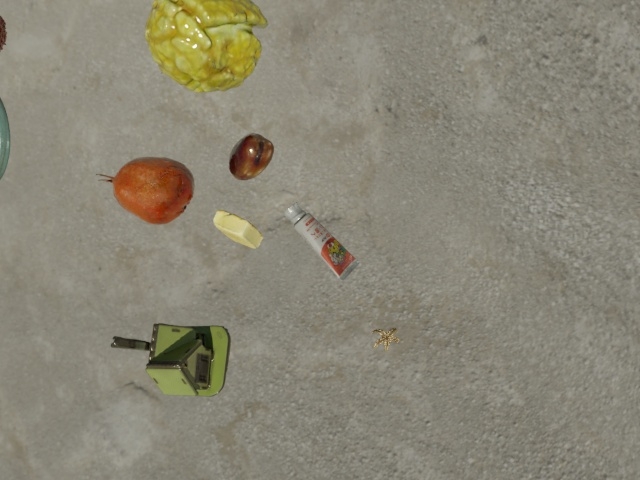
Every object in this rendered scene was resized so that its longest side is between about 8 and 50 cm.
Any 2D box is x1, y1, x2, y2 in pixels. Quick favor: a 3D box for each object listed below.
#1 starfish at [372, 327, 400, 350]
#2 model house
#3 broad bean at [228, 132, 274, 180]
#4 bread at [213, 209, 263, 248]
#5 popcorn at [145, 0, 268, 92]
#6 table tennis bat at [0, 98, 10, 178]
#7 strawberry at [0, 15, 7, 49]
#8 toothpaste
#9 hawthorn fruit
[{"bbox_3d":[0.191,0.290,1.431,0.091,0.028,0.078,-35,99,-4],"label":"starfish"},{"bbox_3d":[-0.409,0.311,1.311,0.218,0.278,0.205,-6,68,20],"label":"model house"},{"bbox_3d":[-0.177,-0.205,1.180,0.165,0.084,0.114,5,71,64],"label":"broad bean"},{"bbox_3d":[-0.286,-0.039,1.699,0.125,0.188,0.068,21,78,16],"label":"bread"},{"bbox_3d":[-0.275,-0.479,1.133,0.247,0.282,0.282,37,117,12],"label":"popcorn"},{"bbox_3d":[-0.498,-0.181,0.673,0.153,0.040,0.244,-43,75,27],"label":"table tennis bat"},{"bbox_3d":[-0.631,-0.380,0.853,0.148,0.131,0.131,53,127,54],"label":"strawberry"},{"bbox_3d":[0.000,0.000,1.272,0.234,0.089,0.057,47,141,0],"label":"toothpaste"},{"bbox_3d":[-0.540,-0.166,1.482,0.211,0.298,0.212,-163,90,-81],"label":"hawthorn fruit"}]
